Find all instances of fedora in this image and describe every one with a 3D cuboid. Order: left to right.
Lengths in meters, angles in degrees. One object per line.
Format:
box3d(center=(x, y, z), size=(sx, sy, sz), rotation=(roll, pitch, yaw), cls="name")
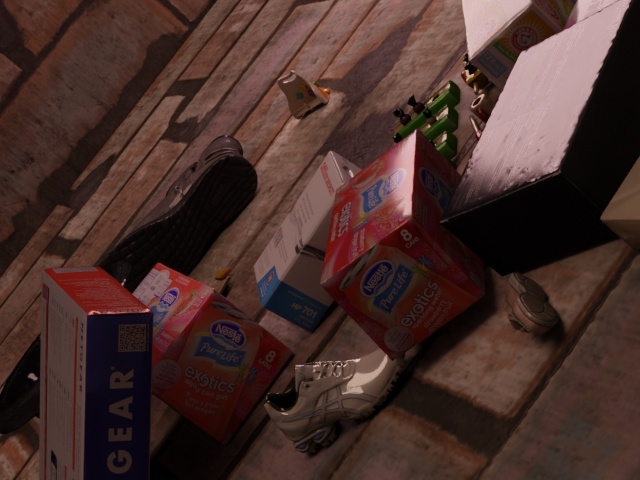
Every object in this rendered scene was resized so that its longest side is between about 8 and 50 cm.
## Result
box3d(center=(-0.342, 0.191, 2.240), size=(0.334, 0.152, 0.334), rotation=(-44, 15, 15), cls="fedora")

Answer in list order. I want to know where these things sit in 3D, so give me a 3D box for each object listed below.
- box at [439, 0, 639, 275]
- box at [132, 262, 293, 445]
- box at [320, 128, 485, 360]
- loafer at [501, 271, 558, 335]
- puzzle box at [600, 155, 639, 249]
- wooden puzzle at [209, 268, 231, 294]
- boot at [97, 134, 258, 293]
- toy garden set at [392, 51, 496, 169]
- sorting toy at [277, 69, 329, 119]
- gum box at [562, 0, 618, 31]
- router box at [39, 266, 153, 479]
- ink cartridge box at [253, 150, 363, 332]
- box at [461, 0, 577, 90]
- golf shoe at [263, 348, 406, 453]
box3d(center=(0.256, -0.109, 1.539), size=(0.184, 0.103, 0.261), rotation=(-28, 28, 53), cls="box")
box3d(center=(-0.174, 0.141, 1.973), size=(0.154, 0.142, 0.300), rotation=(-53, 19, -8), cls="box")
box3d(center=(0.093, -0.002, 1.631), size=(0.128, 0.122, 0.257), rotation=(-37, 17, 20), cls="box")
box3d(center=(0.198, 0.070, 1.439), size=(0.039, 0.045, 0.125), rotation=(-63, 9, 16), cls="loafer")
box3d(center=(0.439, -0.163, 1.305), size=(0.409, 0.052, 0.272), rotation=(-55, 19, -13), cls="puzzle box")
box3d(center=(-0.163, 0.088, 2.251), size=(0.116, 0.014, 0.078), rotation=(-59, 16, -25), cls="wooden puzzle")
box3d(center=(-0.243, -0.031, 2.536), size=(0.338, 0.118, 0.223), rotation=(-39, 16, -1), cls="boot")
box3d(center=(0.155, -0.151, 1.924), size=(0.204, 0.049, 0.244), rotation=(-40, 21, 28), cls="toy garden set")
box3d(center=(-0.032, -0.251, 2.492), size=(0.083, 0.075, 0.045), rotation=(-25, 31, 50), cls="sorting toy")
box3d(center=(0.356, -0.289, 1.709), size=(0.107, 0.062, 0.188), rotation=(-24, 32, 53), cls="gum box")
box3d(center=(-0.286, 0.223, 1.869), size=(0.301, 0.082, 0.335), rotation=(-154, 65, -68), cls="router box")
box3d(center=(0.000, 0.000, 1.900), size=(0.190, 0.082, 0.139), rotation=(-55, 18, 14), cls="ink cartridge box")
box3d(center=(0.248, -0.257, 1.816), size=(0.103, 0.114, 0.203), rotation=(-42, 22, 24), cls="box")
box3d(center=(0.014, 0.157, 1.613), size=(0.176, 0.086, 0.069), rotation=(-40, 19, 22), cls="golf shoe")
